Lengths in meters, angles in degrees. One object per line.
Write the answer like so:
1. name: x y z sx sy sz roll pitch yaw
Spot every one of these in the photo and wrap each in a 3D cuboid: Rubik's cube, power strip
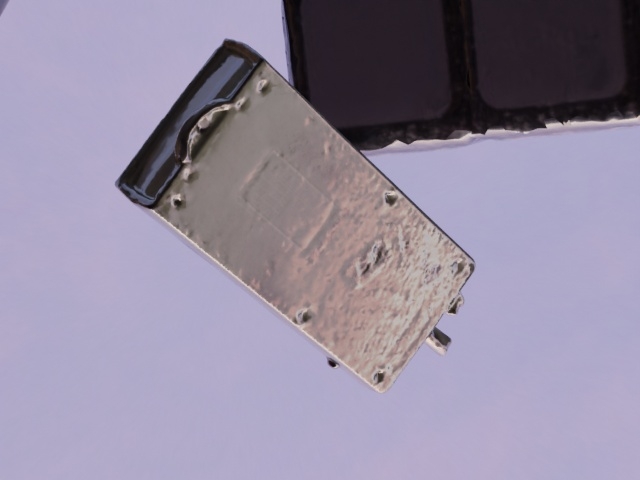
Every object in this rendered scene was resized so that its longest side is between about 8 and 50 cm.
1. Rubik's cube: 0.168 -0.228 1.003 0.344 0.344 0.337 -5 -87 16
2. power strip: 0.000 0.000 0.518 0.019 0.136 0.051 30 -97 43

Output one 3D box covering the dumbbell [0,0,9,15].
1. dumbbell: -0.227 -0.085 0.993 0.082 0.231 0.092 -20 -60 23
